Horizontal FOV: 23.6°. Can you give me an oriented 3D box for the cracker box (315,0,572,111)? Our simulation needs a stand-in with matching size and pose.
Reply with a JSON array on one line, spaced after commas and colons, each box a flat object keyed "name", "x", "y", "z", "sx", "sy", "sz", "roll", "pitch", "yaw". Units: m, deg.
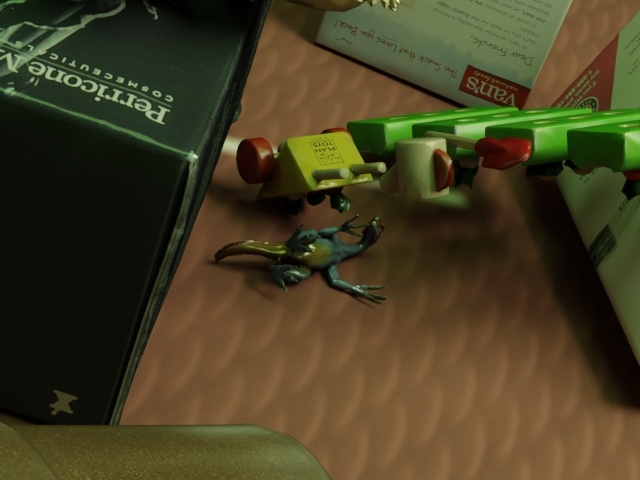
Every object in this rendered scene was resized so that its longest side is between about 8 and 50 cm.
[{"name": "cracker box", "x": 0.107, "y": -0.212, "z": 1.031, "sx": 0.155, "sy": 0.232, "sz": 0.067, "roll": 24, "pitch": 34, "yaw": 4}]

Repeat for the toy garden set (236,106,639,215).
[{"name": "toy garden set", "x": 0.090, "y": -0.042, "z": 0.871, "sx": 0.203, "sy": 0.049, "sz": 0.244, "roll": -10, "pitch": 10, "yaw": -32}]

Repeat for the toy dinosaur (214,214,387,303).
[{"name": "toy dinosaur", "x": 0.000, "y": 0.000, "z": 0.868, "sx": 0.090, "sy": 0.047, "sz": 0.082, "roll": 20, "pitch": 16, "yaw": 17}]

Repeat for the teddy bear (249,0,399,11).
[{"name": "teddy bear", "x": -0.073, "y": -0.227, "z": 0.759, "sx": 0.245, "sy": 0.113, "sz": 0.338, "roll": 12, "pitch": 36, "yaw": -16}]

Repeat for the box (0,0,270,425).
[{"name": "box", "x": -0.209, "y": -0.109, "z": 0.782, "sx": 0.343, "sy": 0.179, "sz": 0.312, "roll": 18, "pitch": 37, "yaw": -4}]

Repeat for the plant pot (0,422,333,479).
[{"name": "plant pot", "x": -0.083, "y": 0.136, "z": 0.554, "sx": 0.165, "sy": 0.167, "sz": 0.167, "roll": 0, "pitch": 40, "yaw": -40}]

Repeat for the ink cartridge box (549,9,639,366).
[{"name": "ink cartridge box", "x": 0.245, "y": -0.038, "z": 0.912, "sx": 0.100, "sy": 0.172, "sz": 0.237, "roll": 25, "pitch": 31, "yaw": -30}]
